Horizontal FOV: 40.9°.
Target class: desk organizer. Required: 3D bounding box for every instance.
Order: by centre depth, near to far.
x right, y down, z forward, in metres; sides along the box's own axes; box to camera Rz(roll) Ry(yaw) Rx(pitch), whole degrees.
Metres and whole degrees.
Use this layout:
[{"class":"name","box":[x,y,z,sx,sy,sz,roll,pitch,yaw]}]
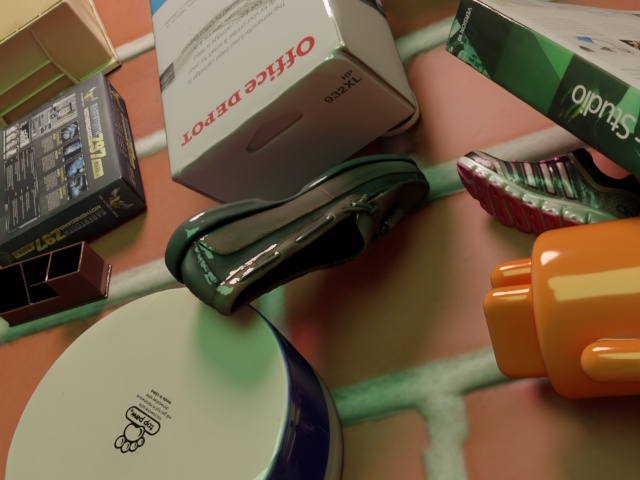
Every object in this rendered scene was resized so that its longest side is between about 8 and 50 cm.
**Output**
[{"class":"desk organizer","box":[-0.301,0.048,0.942,0.130,0.050,0.047,-17,49,16]}]

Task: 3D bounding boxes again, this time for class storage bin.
[{"class":"storage bin","box":[-0.457,-0.289,1.246,0.260,0.123,0.262,-33,47,2]}]

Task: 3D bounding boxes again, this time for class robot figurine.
[{"class":"robot figurine","box":[0.230,0.044,0.604,0.219,0.158,0.128,-8,73,23]}]

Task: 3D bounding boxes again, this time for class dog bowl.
[{"class":"dog bowl","box":[-0.122,0.174,0.708,0.264,0.104,0.265,-15,49,18]}]

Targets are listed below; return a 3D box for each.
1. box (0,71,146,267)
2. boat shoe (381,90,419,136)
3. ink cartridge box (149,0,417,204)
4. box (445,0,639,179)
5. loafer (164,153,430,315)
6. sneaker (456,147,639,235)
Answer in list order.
[{"class":"box","box":[-0.319,-0.087,1.052,0.183,0.059,0.233,-29,46,6]},{"class":"boat shoe","box":[0.036,-0.185,0.932,0.075,0.065,0.206,-34,46,1]},{"class":"ink cartridge box","box":[-0.054,-0.212,0.896,0.223,0.129,0.307,-33,52,27]},{"class":"box","box":[0.279,-0.100,0.647,0.232,0.059,0.322,-5,34,-32]},{"class":"loafer","box":[0.000,0.000,0.745,0.267,0.096,0.084,-20,51,-31]},{"class":"sneaker","box":[0.199,-0.047,0.739,0.170,0.063,0.075,26,70,35]}]
